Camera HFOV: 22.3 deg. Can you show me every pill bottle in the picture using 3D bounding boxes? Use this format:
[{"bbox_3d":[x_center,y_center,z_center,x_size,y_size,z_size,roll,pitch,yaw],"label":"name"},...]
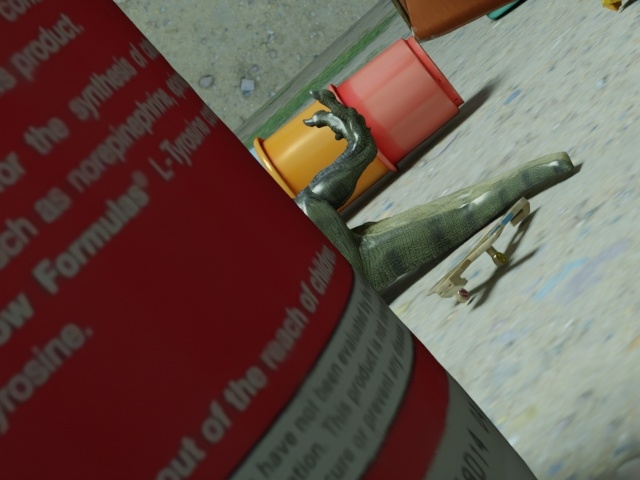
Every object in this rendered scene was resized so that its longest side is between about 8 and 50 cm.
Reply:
[{"bbox_3d":[-0.152,-0.002,0.389,0.229,0.408,0.229,-41,9,7],"label":"pill bottle"}]

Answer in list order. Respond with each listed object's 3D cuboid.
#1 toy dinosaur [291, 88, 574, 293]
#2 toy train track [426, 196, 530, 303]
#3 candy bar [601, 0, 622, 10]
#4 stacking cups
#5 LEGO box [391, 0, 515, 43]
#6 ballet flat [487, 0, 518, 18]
[{"bbox_3d":[0.000,0.000,0.808,0.268,0.064,0.118,-35,50,20],"label":"toy dinosaur"},{"bbox_3d":[0.073,0.005,0.691,0.048,0.014,0.083,-45,-1,39],"label":"toy train track"},{"bbox_3d":[0.214,-0.171,0.912,0.040,0.018,0.161,-43,7,-33],"label":"candy bar"},{"bbox_3d":[-0.041,-0.013,1.089,0.316,0.096,0.096,-37,9,10],"label":"stacking cups"},{"bbox_3d":[0.238,-0.309,0.577,0.372,0.193,0.500,-20,16,45],"label":"LEGO box"},{"bbox_3d":[0.234,-0.333,1.264,0.400,0.139,0.139,-36,10,36],"label":"ballet flat"}]
